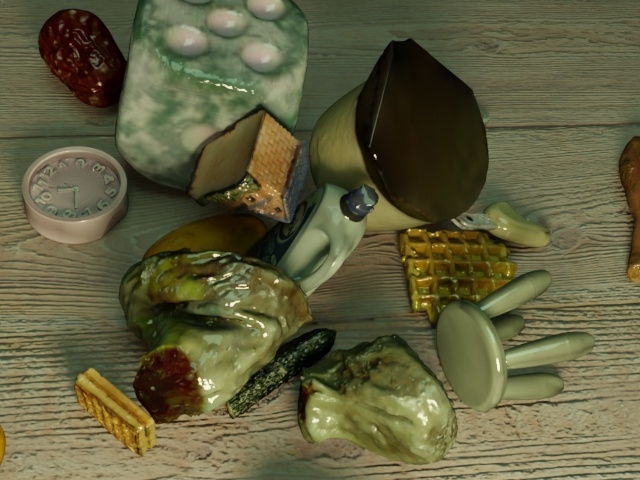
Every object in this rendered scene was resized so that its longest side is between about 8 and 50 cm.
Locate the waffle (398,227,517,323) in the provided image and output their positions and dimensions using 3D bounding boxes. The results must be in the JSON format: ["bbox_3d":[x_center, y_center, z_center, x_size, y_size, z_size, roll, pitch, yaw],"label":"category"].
[{"bbox_3d":[0.273,0.079,1.790,0.229,0.057,0.219,2,52,-8],"label":"waffle"}]

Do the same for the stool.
[{"bbox_3d":[0.333,0.180,1.631,0.199,0.195,0.195,-13,54,-20],"label":"stool"}]

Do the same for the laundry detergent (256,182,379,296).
[{"bbox_3d":[0.000,0.000,1.663,0.105,0.280,0.214,34,46,-23],"label":"laundry detergent"}]

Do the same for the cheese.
[{"bbox_3d":[0.349,-0.034,1.855,0.235,0.049,0.127,-1,39,-41],"label":"cheese"}]

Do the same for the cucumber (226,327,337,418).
[{"bbox_3d":[-0.072,0.219,1.621,0.245,0.067,0.067,-30,62,-30],"label":"cucumber"}]

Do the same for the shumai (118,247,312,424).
[{"bbox_3d":[-0.181,0.181,1.507,0.304,0.309,0.263,40,46,-36],"label":"shumai"}]

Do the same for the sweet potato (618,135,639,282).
[{"bbox_3d":[0.686,-0.080,1.957,0.109,0.109,0.385,11,52,0],"label":"sweet potato"}]

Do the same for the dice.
[{"bbox_3d":[-0.215,-0.315,1.830,0.331,0.328,0.348,9,53,-13],"label":"dice"}]

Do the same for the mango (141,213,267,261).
[{"bbox_3d":[-0.213,0.027,1.712,0.157,0.108,0.262,15,28,43],"label":"mango"}]

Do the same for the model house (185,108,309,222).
[{"bbox_3d":[-0.115,-0.108,1.689,0.172,0.183,0.166,33,57,-35],"label":"model house"}]

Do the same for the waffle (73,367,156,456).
[{"bbox_3d":[-0.331,0.277,1.505,0.148,0.102,0.042,35,59,17],"label":"waffle"}]

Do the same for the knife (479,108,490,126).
[{"bbox_3d":[0.317,-0.314,2.133,0.044,0.023,0.162,-29,61,-30],"label":"knife"}]

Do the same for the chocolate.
[{"bbox_3d":[0.120,-0.167,1.798,0.326,0.297,0.314,30,60,-39],"label":"chocolate"}]

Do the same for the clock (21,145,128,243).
[{"bbox_3d":[-0.471,-0.090,1.799,0.197,0.068,0.196,4,51,-5],"label":"clock"}]

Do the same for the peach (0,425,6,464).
[{"bbox_3d":[-0.549,0.317,1.426,0.138,0.138,0.138,4,51,-6],"label":"peach"}]

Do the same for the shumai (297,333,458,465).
[{"bbox_3d":[0.089,0.283,1.505,0.222,0.225,0.261,-31,23,-17],"label":"shumai"}]

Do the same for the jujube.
[{"bbox_3d":[-0.497,-0.386,1.982,0.155,0.155,0.230,-28,63,-27],"label":"jujube"}]
